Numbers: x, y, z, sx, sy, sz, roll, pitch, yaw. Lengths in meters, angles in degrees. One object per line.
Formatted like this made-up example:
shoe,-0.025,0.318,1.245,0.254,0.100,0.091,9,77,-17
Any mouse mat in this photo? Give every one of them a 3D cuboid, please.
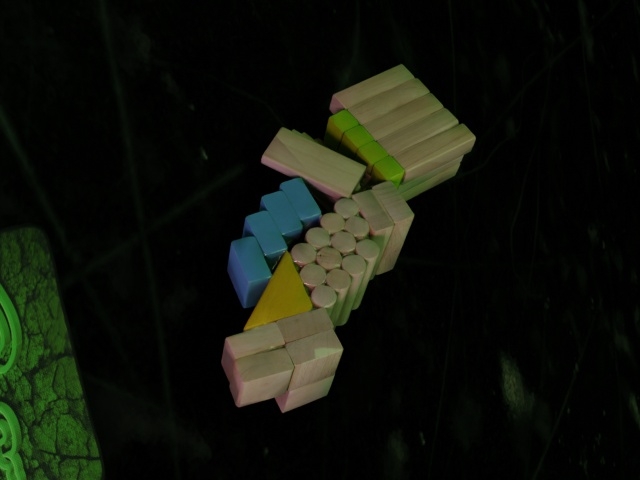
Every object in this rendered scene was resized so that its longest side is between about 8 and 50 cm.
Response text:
mouse mat,-0.206,0.091,0.643,0.152,0.007,0.190,-19,97,-55

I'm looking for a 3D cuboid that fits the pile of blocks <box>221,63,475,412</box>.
pile of blocks,0.000,0.000,0.900,0.362,0.149,0.112,-55,169,-35
